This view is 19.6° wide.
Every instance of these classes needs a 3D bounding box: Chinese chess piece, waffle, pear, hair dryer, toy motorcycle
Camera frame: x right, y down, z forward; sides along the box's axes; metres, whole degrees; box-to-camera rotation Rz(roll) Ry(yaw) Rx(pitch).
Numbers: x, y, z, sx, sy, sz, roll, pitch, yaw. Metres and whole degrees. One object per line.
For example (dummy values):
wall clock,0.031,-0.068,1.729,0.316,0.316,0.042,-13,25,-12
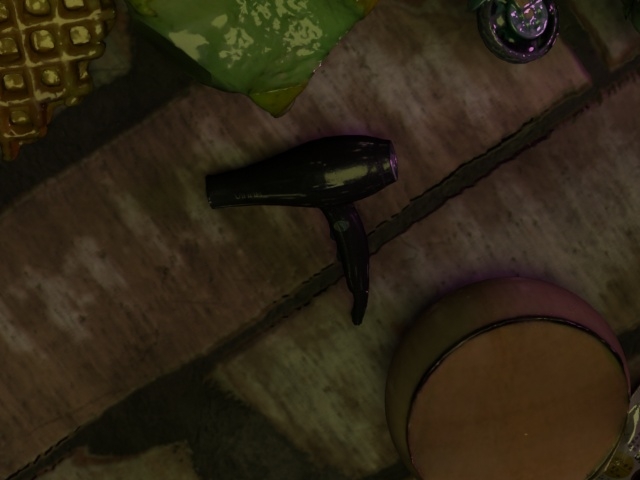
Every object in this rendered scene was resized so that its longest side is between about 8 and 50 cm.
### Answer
Chinese chess piece,0.195,0.163,1.922,0.257,0.104,0.257,-4,115,-9
waffle,-0.334,-0.208,1.799,0.254,0.052,0.245,37,104,-16
pear,-0.077,-0.288,1.725,0.282,0.176,0.286,39,102,-13
hair dryer,0.000,0.000,1.897,0.196,0.075,0.219,-11,118,10
toy motorcycle,0.180,-0.326,1.732,0.198,0.109,0.296,31,74,-22

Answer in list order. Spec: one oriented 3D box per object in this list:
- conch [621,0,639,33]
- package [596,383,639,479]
conch,0.356,-0.292,1.781,0.143,0.137,0.250,2,99,41
package,0.380,0.236,2.018,0.171,0.027,0.173,33,108,-14
